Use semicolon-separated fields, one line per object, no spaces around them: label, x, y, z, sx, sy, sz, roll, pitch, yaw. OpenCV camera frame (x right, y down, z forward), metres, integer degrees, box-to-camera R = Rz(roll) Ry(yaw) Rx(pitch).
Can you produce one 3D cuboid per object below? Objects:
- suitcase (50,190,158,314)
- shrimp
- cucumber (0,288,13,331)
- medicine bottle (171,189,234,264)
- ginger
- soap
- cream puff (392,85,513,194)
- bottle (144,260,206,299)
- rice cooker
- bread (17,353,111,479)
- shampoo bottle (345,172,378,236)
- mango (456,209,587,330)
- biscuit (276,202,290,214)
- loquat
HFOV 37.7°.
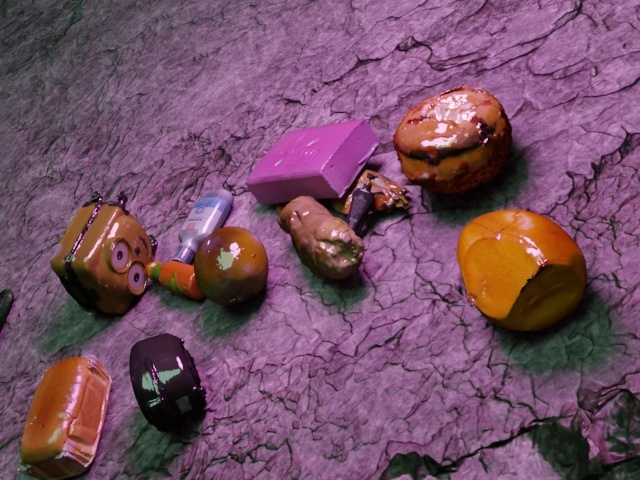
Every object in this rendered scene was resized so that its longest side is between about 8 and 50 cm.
suitcase;-0.462;0.033;2.050;0.143;0.194;0.235;1;50;24
shrimp;0.102;-0.087;1.885;0.217;0.051;0.115;23;71;46
cucumber;-0.775;0.218;2.196;0.056;0.056;0.284;-19;37;19
medicine bottle;-0.268;-0.026;2.083;0.090;0.053;0.208;0;49;34
ginger;0.000;0.000;1.812;0.109;0.116;0.263;-30;32;-11
soap;-0.019;-0.165;1.989;0.259;0.081;0.181;-2;43;50
cream puff;0.254;-0.182;1.788;0.240;0.164;0.240;-12;33;8
bottle;-0.308;0.078;1.993;0.187;0.069;0.069;12;56;45
rice cooker;-0.284;0.259;1.723;0.118;0.142;0.203;-24;41;-6
bread;-0.496;0.340;1.817;0.136;0.107;0.241;-20;39;22
shampoo bottle;0.079;-0.066;1.840;0.048;0.027;0.137;22;97;25
mango;0.319;0.031;1.535;0.187;0.138;0.257;-45;31;16
biscuit;-0.051;-0.082;2.017;0.091;0.015;0.078;-8;43;29
loquat;-0.179;0.046;1.872;0.152;0.152;0.195;-27;47;9
